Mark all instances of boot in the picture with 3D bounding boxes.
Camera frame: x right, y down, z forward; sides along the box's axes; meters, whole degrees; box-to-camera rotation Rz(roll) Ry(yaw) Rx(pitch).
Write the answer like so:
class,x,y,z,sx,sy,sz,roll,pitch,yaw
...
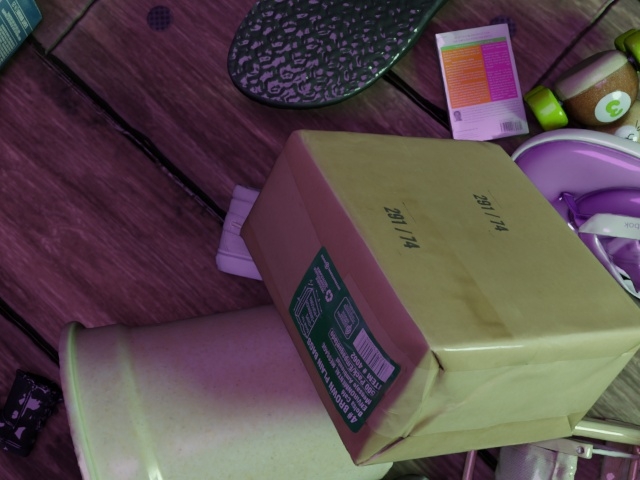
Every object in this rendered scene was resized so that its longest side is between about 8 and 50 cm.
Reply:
class,x,y,z,sx,sy,sz,roll,pitch,yaw
boot,0.000,0.000,1.126,0.259,0.095,0.123,11,94,7
boot,-0.406,0.215,1.179,0.121,0.045,0.099,26,91,0

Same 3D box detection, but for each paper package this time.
class,x,y,z,sx,sy,sz,roll,pitch,yaw
paper package,0.118,0.043,0.943,0.324,0.310,0.168,60,138,39

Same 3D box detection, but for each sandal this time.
class,x,y,z,sx,sy,sz,roll,pitch,yaw
sandal,0.079,-0.304,1.150,0.446,0.107,0.167,-39,82,-11
sandal,0.395,0.019,1.032,0.416,0.102,0.169,35,134,0

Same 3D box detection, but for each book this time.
class,x,y,z,sx,sy,sz,roll,pitch,yaw
book,0.204,-0.197,1.154,0.096,0.035,0.144,-9,85,2

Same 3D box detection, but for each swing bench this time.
class,x,y,z,sx,sy,sz,roll,pitch,yaw
swing bench,0.286,0.329,1.047,0.255,0.165,0.253,12,87,1

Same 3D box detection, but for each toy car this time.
class,x,y,z,sx,sy,sz,roll,pitch,yaw
toy car,0.361,-0.134,1.087,0.155,0.149,0.188,-32,95,15

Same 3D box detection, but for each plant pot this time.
class,x,y,z,sx,sy,sz,roll,pitch,yaw
plant pot,-0.093,0.207,1.032,0.306,0.334,0.333,-17,84,-6

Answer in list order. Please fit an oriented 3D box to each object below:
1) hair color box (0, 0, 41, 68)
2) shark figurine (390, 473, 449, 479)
class,x,y,z,sx,sy,sz,roll,pitch,yaw
hair color box,-0.537,-0.222,1.150,0.174,0.105,0.347,31,74,9
shark figurine,0.051,0.348,1.102,0.116,0.166,0.278,38,114,13
